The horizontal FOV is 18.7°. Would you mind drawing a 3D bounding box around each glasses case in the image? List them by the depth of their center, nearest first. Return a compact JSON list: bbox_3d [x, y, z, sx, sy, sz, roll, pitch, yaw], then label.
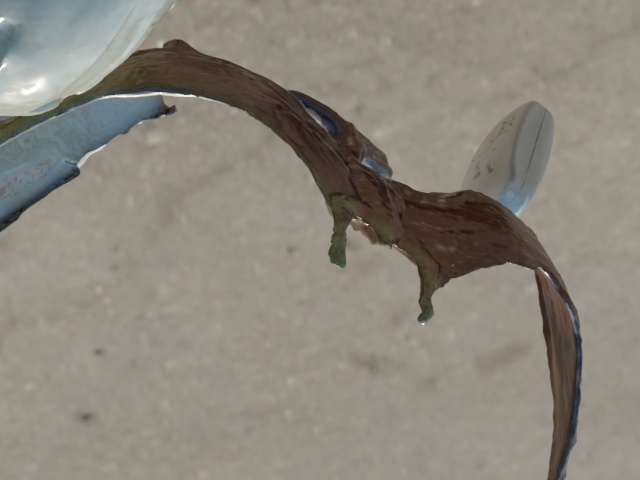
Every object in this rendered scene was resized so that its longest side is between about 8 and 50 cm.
[{"bbox_3d":[0.159,-0.059,1.661,0.049,0.197,0.076,41,121,-9],"label":"glasses case"}]

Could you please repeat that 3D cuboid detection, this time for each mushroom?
[{"bbox_3d":[-0.067,-0.154,0.638,0.099,0.096,0.278,-37,159,-49],"label":"mushroom"},{"bbox_3d":[-0.265,-0.104,1.537,0.236,0.173,0.162,-35,-174,-8],"label":"mushroom"}]

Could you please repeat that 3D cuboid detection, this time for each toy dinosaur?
[{"bbox_3d":[-0.004,0.001,0.968,0.327,0.206,0.113,20,111,-42],"label":"toy dinosaur"}]
